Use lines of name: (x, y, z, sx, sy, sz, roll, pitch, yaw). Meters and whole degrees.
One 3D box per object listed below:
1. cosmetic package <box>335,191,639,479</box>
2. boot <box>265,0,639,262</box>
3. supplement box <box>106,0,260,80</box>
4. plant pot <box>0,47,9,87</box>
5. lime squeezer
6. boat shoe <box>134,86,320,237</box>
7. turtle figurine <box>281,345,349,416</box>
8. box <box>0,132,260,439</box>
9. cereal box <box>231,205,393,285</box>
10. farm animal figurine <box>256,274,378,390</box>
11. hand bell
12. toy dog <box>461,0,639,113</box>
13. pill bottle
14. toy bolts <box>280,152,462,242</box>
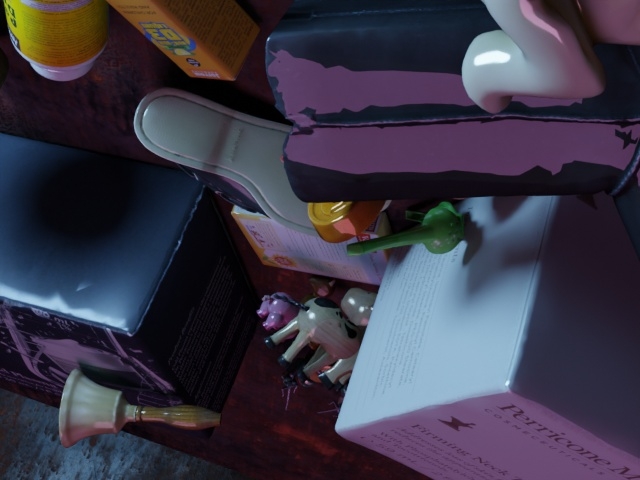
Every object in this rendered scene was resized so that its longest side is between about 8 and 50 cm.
cosmetic package: (0.281, 0.143, 1.251, 0.329, 0.327, 0.393, 29, 152, -16)
boot: (0.185, -0.055, 0.941, 0.445, 0.146, 0.367, 0, 113, 11)
supplement box: (-0.166, -0.263, 1.033, 0.078, 0.080, 0.233, 11, 164, 38)
plant pot: (-0.551, -0.279, 1.189, 0.237, 0.237, 0.254, 6, 137, 26)
lime squeezer: (0.130, -0.010, 1.214, 0.110, 0.059, 0.310, -20, -176, 19)
boat shoe: (-0.089, -0.104, 1.294, 0.340, 0.127, 0.113, 20, -175, -16)
turtle figurine: (0.005, 0.264, 1.928, 0.175, 0.118, 0.234, 16, 142, -25)
box: (-0.405, 0.082, 1.676, 0.479, 0.297, 0.472, 12, 151, 16)
cereal box: (0.000, 0.000, 1.495, 0.240, 0.047, 0.173, 9, 153, 20)
farm animal figurine: (0.066, 0.164, 1.508, 0.327, 0.172, 0.330, 49, -174, -3)
hand bell: (-0.278, 0.277, 1.541, 0.242, 0.126, 0.126, 5, 153, 2)
toy dog: (0.180, -0.246, 0.630, 0.407, 0.285, 0.395, 17, 154, 11)
pill bottle: (-0.299, -0.273, 1.100, 0.117, 0.117, 0.215, 21, 154, -2)
toy bolts: (0.068, -0.064, 1.164, 0.158, 0.218, 0.228, 42, 161, -34)
